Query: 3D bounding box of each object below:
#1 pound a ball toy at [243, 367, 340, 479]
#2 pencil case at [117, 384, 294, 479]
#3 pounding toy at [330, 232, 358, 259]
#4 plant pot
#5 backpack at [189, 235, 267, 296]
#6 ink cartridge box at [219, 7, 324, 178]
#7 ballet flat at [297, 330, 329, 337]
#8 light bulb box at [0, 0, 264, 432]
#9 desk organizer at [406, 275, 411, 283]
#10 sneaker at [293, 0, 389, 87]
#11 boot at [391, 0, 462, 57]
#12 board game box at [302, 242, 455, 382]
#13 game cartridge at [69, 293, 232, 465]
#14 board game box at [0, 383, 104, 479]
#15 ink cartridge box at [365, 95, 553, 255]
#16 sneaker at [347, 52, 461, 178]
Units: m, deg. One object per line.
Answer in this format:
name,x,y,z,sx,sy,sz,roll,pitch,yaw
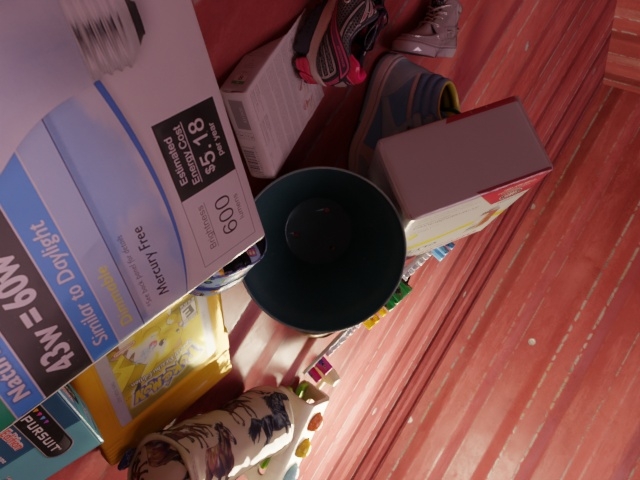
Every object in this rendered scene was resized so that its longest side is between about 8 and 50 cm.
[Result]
pound a ball toy,-0.052,0.506,1.434,0.208,0.135,0.319,12,105,-60
pencil case,-0.199,0.411,1.052,0.183,0.160,0.410,-34,166,19
pounding toy,0.048,0.047,1.178,0.154,0.154,0.270,7,109,-59
plant pot,0.000,0.000,0.987,0.195,0.290,0.291,-97,-151,-77
backpack,-0.167,0.008,0.755,0.158,0.173,0.117,-25,147,-38
ink cartridge box,-0.071,-0.242,0.872,0.181,0.056,0.225,74,33,-51
ballet flat,0.035,0.170,1.338,0.342,0.116,0.124,-34,161,-46
light bulb box,-0.283,-0.076,0.406,0.361,0.225,0.358,-40,130,-34
desk organizer,0.226,0.127,1.635,0.130,0.050,0.047,-10,123,-55
sneaker,0.064,-0.388,0.859,0.120,0.111,0.300,16,92,-61
boot,0.229,-0.456,1.118,0.258,0.095,0.124,-31,133,-55
board game box,0.161,0.169,1.370,0.390,0.050,0.390,-51,168,34
game cartridge,-0.277,0.205,0.905,0.285,0.052,0.324,-38,143,-36
board game box,-0.448,0.238,0.565,0.336,0.079,0.254,-31,141,-24
ink cartridge box,0.240,-0.095,1.080,0.279,0.161,0.385,-20,167,-8
sneaker,0.182,-0.210,1.116,0.127,0.208,0.319,-26,136,-47
